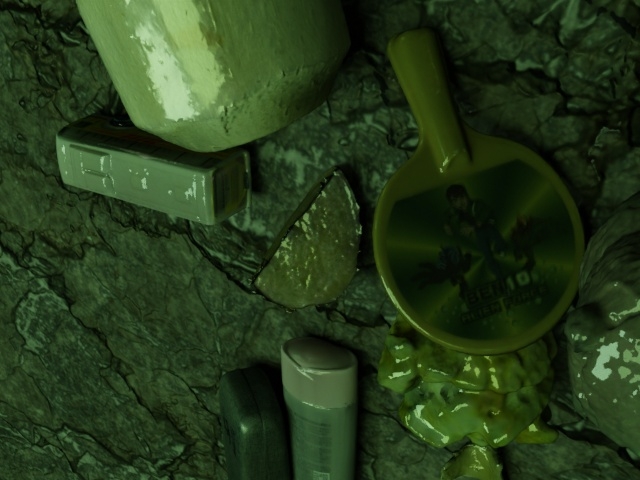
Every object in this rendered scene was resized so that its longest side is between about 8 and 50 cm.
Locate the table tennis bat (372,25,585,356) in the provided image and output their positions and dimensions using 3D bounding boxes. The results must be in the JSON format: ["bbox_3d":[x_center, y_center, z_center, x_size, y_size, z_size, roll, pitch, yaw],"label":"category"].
[{"bbox_3d":[0.131,-0.050,0.765,0.050,0.198,0.320,117,136,-80],"label":"table tennis bat"}]

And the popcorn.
[{"bbox_3d":[0.155,0.130,0.837,0.186,0.167,0.187,5,122,27],"label":"popcorn"}]

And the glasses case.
[{"bbox_3d":[-0.088,0.335,1.149,0.131,0.074,0.323,-129,32,-56],"label":"glasses case"}]

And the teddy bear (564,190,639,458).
[{"bbox_3d":[0.274,0.054,0.642,0.151,0.267,0.236,40,119,8],"label":"teddy bear"}]

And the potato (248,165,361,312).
[{"bbox_3d":[0.000,0.000,0.945,0.101,0.089,0.172,32,99,-9],"label":"potato"}]

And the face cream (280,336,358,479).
[{"bbox_3d":[0.001,0.257,1.078,0.107,0.073,0.269,13,122,26],"label":"face cream"}]

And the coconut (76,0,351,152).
[{"bbox_3d":[-0.102,-0.226,0.768,0.237,0.237,0.265,-10,107,38],"label":"coconut"}]

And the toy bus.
[{"bbox_3d":[-0.211,-0.091,1.008,0.268,0.106,0.092,16,122,27],"label":"toy bus"}]

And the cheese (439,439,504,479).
[{"bbox_3d":[0.182,0.274,0.983,0.084,0.041,0.060,-3,121,20],"label":"cheese"}]
